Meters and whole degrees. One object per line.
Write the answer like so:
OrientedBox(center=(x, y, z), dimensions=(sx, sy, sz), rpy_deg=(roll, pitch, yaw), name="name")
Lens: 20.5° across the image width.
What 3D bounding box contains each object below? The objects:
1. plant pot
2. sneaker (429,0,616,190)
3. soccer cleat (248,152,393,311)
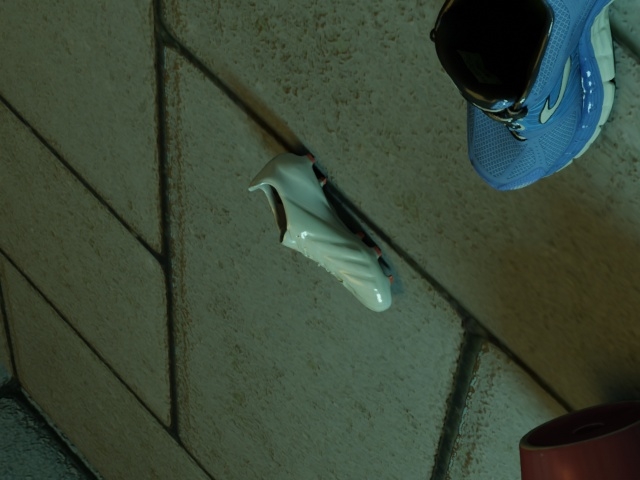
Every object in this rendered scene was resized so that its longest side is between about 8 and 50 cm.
OrientedBox(center=(0.260, 0.245, 1.558), dimensions=(0.201, 0.201, 0.180), rpy_deg=(-6, 103, 63), name="plant pot")
OrientedBox(center=(0.137, -0.142, 1.299), dimensions=(0.130, 0.147, 0.330), rpy_deg=(43, 155, 24), name="sneaker")
OrientedBox(center=(0.000, 0.000, 1.833), dimensions=(0.196, 0.076, 0.068), rpy_deg=(55, 157, -3), name="soccer cleat")
